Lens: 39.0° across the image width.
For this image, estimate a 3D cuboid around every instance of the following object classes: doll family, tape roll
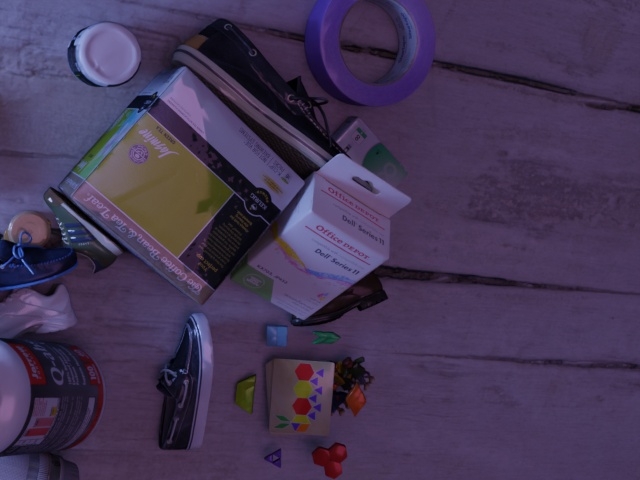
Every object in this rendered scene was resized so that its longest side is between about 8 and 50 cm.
[{"bbox_3d":[0.025,0.330,2.045,0.193,0.076,0.111,-49,118,-6],"label":"doll family"},{"bbox_3d":[0.108,-0.427,1.944,0.275,0.090,0.275,-4,100,-22],"label":"tape roll"}]

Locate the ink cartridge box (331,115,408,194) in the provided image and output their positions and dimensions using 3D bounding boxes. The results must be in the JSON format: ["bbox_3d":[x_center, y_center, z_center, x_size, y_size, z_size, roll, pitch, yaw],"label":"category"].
[{"bbox_3d":[0.059,-0.133,1.993,0.181,0.056,0.224,46,79,-22],"label":"ink cartridge box"}]

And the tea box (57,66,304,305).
[{"bbox_3d":[-0.274,-0.108,1.764,0.329,0.220,0.323,44,80,-22],"label":"tea box"}]

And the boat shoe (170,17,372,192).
[{"bbox_3d":[-0.071,-0.256,1.837,0.500,0.187,0.156,40,72,-15],"label":"boat shoe"}]

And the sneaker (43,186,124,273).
[{"bbox_3d":[-0.484,-0.011,1.775,0.192,0.064,0.086,43,91,-18],"label":"sneaker"}]

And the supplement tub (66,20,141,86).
[{"bbox_3d":[-0.408,-0.344,1.683,0.117,0.190,0.117,-4,101,-23],"label":"supplement tub"}]

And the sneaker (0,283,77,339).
[{"bbox_3d":[-0.596,0.134,1.750,0.232,0.090,0.115,-12,97,-30],"label":"sneaker"}]

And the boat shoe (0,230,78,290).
[{"bbox_3d":[-0.593,0.042,1.702,0.258,0.109,0.089,-12,110,-15],"label":"boat shoe"}]

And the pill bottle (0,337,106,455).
[{"bbox_3d":[-0.564,0.280,1.614,0.210,0.363,0.210,-3,80,19],"label":"pill bottle"}]

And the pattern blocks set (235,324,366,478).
[{"bbox_3d":[-0.044,0.349,1.992,0.285,0.026,0.325,12,97,-2],"label":"pattern blocks set"}]

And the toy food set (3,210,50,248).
[{"bbox_3d":[-0.568,-0.017,1.763,0.082,0.020,0.083,27,87,-25],"label":"toy food set"}]

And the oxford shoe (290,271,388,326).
[{"bbox_3d":[0.030,0.130,2.021,0.227,0.083,0.096,-20,84,-17],"label":"oxford shoe"}]

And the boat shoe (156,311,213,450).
[{"bbox_3d":[-0.292,0.298,1.892,0.102,0.108,0.301,2,105,-25],"label":"boat shoe"}]

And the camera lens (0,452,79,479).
[{"bbox_3d":[-0.626,0.489,1.714,0.274,0.219,0.219,21,90,-25],"label":"camera lens"}]

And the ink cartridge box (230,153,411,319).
[{"bbox_3d":[0.000,0.000,1.837,0.207,0.353,0.119,30,42,-24],"label":"ink cartridge box"}]
